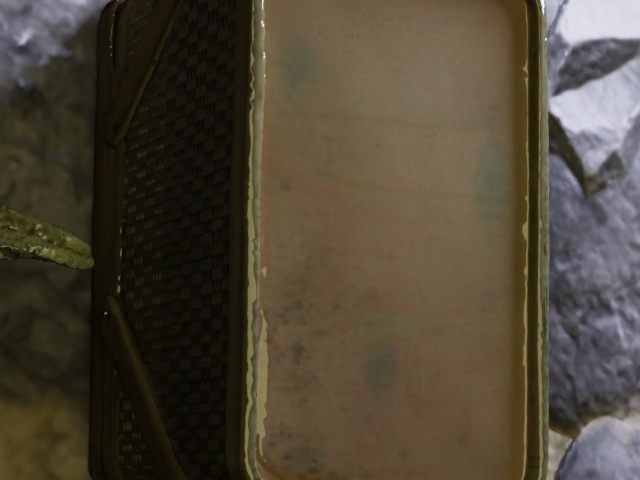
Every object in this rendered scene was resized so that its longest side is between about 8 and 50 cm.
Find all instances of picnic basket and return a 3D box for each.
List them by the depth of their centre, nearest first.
[{"bbox_3d":[0.000,0.000,0.698,0.165,0.139,0.266,6,79,-33],"label":"picnic basket"}]

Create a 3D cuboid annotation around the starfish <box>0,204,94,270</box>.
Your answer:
[{"bbox_3d":[-0.182,-0.012,0.606,0.208,0.053,0.176,3,44,-34],"label":"starfish"}]
